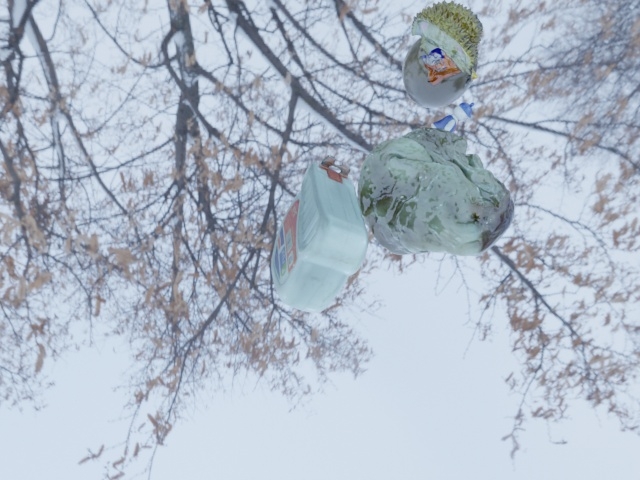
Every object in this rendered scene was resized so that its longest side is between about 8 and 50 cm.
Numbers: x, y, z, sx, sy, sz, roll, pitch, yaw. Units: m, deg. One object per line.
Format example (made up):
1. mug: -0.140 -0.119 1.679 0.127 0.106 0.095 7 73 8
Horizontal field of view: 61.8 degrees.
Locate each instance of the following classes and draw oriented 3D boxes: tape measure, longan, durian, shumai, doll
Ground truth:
1. tape measure: 0.000 -0.001 1.040 0.125 0.246 0.243 19 -148 -19
2. longan: 0.357 -0.511 1.593 0.215 0.246 0.246 14 -129 -37
3. durian: 0.355 -0.522 1.381 0.137 0.193 0.237 -33 -101 -3
4. shumai: 0.267 -0.090 1.142 0.304 0.263 0.309 29 -89 -33
5. doll: 0.340 -0.310 1.390 0.057 0.143 0.099 46 -161 -13

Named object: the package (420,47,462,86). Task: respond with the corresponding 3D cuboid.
1. package: 0.285 -0.421 1.296 0.077 0.033 0.111 -19 -117 -9
